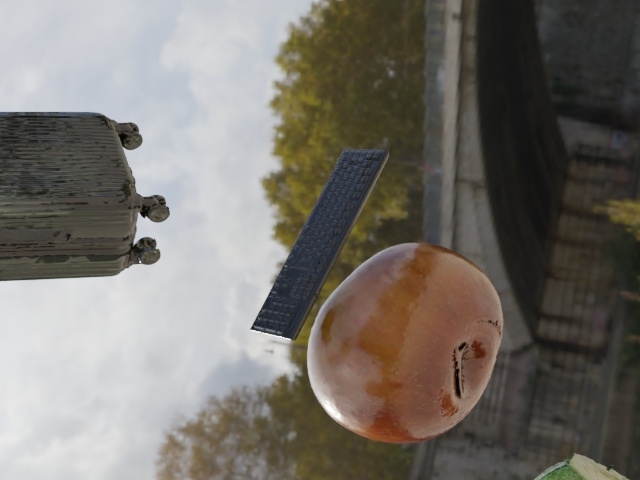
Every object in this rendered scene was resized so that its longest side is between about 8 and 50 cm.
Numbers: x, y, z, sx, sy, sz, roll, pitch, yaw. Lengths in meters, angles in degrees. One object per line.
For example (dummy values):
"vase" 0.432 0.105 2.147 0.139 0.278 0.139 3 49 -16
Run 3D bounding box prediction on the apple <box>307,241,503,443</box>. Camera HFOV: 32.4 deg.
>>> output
"apple" 0.102 0.114 1.204 0.235 0.173 0.210 -54 -42 -14

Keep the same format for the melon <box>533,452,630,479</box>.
"melon" 0.319 0.295 1.210 0.209 0.118 0.064 30 -71 -39

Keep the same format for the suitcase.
"suitcase" -0.350 -0.051 1.282 0.202 0.312 0.128 -117 35 -42

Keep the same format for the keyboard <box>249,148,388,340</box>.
"keyboard" 0.000 0.000 1.023 0.011 0.067 0.202 40 -110 -37
